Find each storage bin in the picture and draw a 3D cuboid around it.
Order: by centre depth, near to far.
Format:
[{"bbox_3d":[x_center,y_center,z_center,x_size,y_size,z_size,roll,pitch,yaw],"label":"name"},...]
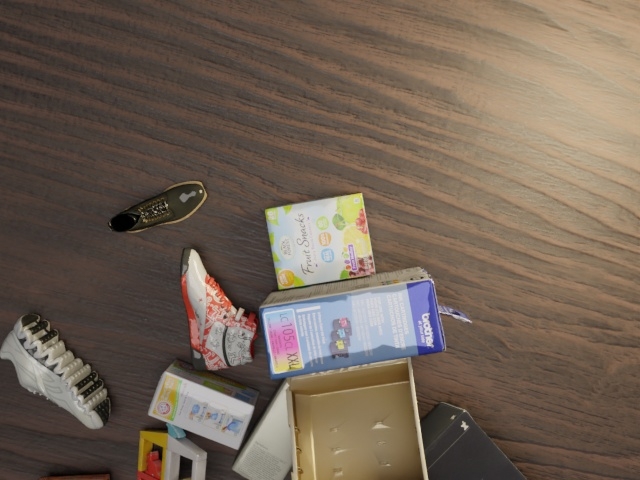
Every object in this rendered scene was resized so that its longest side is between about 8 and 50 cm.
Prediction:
[{"bbox_3d":[0.066,0.379,1.604,0.261,0.123,0.262,-10,61,7],"label":"storage bin"}]

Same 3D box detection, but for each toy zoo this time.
[{"bbox_3d":[-0.321,0.524,1.783,0.192,0.030,0.293,8,96,40],"label":"toy zoo"}]

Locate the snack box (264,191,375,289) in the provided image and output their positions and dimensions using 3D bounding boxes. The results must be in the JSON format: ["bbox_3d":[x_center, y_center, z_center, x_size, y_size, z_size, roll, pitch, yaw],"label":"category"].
[{"bbox_3d":[0.000,0.000,1.761,0.207,0.070,0.174,-10,95,5],"label":"snack box"}]

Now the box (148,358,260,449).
[{"bbox_3d":[-0.244,0.344,1.777,0.203,0.114,0.103,21,96,-1],"label":"box"}]

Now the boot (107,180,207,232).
[{"bbox_3d":[-0.335,-0.061,1.734,0.198,0.137,0.076,-27,94,4],"label":"boot"}]

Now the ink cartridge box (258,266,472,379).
[{"bbox_3d":[0.093,0.151,1.669,0.396,0.270,0.151,-11,93,3],"label":"ink cartridge box"}]

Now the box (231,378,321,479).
[{"bbox_3d":[-0.072,0.386,1.786,0.113,0.094,0.275,32,95,-1],"label":"box"}]

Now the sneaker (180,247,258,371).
[{"bbox_3d":[-0.210,0.140,1.773,0.145,0.090,0.270,-6,98,2],"label":"sneaker"}]

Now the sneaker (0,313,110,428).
[{"bbox_3d":[-0.567,0.297,1.798,0.118,0.110,0.292,-44,84,13],"label":"sneaker"}]

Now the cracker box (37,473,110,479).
[{"bbox_3d":[-0.530,0.627,1.809,0.156,0.067,0.232,-3,96,2],"label":"cracker box"}]

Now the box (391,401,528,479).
[{"bbox_3d":[0.252,0.563,1.710,0.343,0.179,0.312,-41,93,-11],"label":"box"}]
